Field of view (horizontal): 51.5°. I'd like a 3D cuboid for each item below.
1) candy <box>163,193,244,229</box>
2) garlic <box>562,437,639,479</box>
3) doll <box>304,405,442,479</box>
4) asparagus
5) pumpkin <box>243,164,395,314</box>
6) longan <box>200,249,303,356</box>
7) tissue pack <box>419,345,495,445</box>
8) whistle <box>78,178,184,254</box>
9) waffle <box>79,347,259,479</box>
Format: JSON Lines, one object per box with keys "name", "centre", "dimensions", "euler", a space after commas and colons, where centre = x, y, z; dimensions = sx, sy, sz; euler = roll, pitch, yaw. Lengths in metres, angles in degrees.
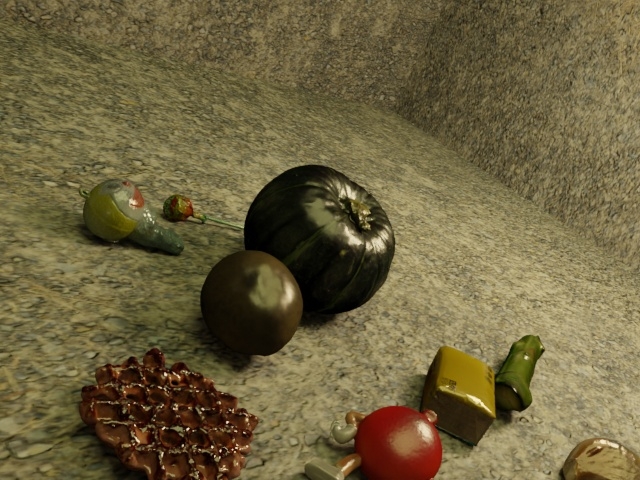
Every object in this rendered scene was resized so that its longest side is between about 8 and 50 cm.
{"name": "candy", "centre": [-0.251, -0.053, 1.464], "dimensions": [0.201, 0.060, 0.060], "euler": [18, 23, -35]}
{"name": "garlic", "centre": [0.535, 0.438, 1.189], "dimensions": [0.198, 0.090, 0.128], "euler": [36, 39, 10]}
{"name": "doll", "centre": [0.096, 0.315, 0.977], "dimensions": [0.183, 0.085, 0.217], "euler": [32, 40, 19]}
{"name": "asparagus", "centre": [0.418, 0.274, 1.403], "dimensions": [0.082, 0.085, 0.343], "euler": [35, 22, 13]}
{"name": "pumpkin", "centre": [0.000, 0.000, 1.351], "dimensions": [0.323, 0.241, 0.323], "euler": [32, 28, -20]}
{"name": "longan", "centre": [-0.114, 0.106, 1.109], "dimensions": [0.168, 0.167, 0.187], "euler": [12, 27, -30]}
{"name": "tissue pack", "centre": [0.254, 0.278, 1.218], "dimensions": [0.120, 0.082, 0.169], "euler": [27, 23, 5]}
{"name": "whistle", "centre": [-0.351, -0.044, 1.259], "dimensions": [0.223, 0.123, 0.123], "euler": [31, 18, -28]}
{"name": "waffle", "centre": [-0.198, 0.235, 0.876], "dimensions": [0.234, 0.055, 0.221], "euler": [33, 21, 5]}
